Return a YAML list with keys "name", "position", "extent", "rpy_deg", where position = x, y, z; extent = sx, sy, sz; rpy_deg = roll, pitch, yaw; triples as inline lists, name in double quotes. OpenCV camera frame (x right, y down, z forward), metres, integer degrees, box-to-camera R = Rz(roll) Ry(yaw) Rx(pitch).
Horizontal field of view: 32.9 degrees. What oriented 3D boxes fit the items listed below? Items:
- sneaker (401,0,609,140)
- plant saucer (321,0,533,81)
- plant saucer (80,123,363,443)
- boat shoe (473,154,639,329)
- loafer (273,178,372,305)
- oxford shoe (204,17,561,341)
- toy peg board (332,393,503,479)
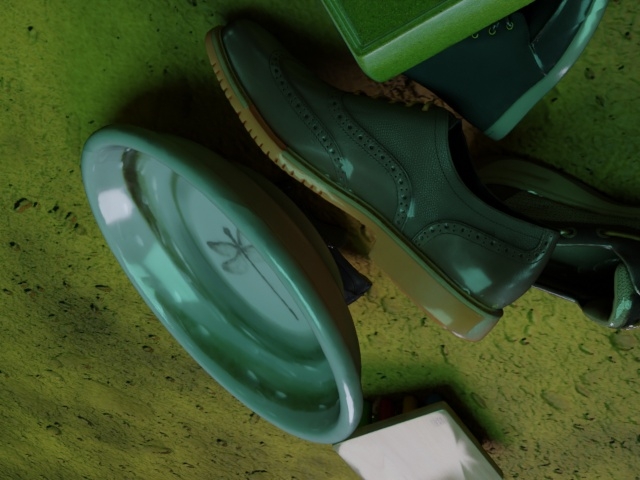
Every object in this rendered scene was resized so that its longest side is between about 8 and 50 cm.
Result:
- name: "sneaker"
  position: [0.140, -0.171, 0.853]
  extent: [0.118, 0.083, 0.222]
  rpy_deg: [27, 143, -5]
- name: "plant saucer"
  position: [0.051, -0.225, 0.813]
  extent: [0.188, 0.045, 0.188]
  rpy_deg: [-23, 103, 43]
- name: "plant saucer"
  position: [-0.082, 0.030, 1.124]
  extent: [0.400, 0.100, 0.400]
  rpy_deg: [39, 153, 24]
- name: "boat shoe"
  position: [0.278, 0.034, 0.994]
  extent: [0.342, 0.123, 0.123]
  rpy_deg: [21, 142, 2]
- name: "loafer"
  position: [0.000, 0.000, 1.159]
  extent: [0.061, 0.062, 0.170]
  rpy_deg: [-27, 122, -2]
- name: "oxford shoe"
  position: [0.051, -0.085, 0.944]
  extent: [0.364, 0.130, 0.132]
  rpy_deg: [45, 108, 9]
- name: "toy peg board"
  position: [0.125, 0.255, 1.389]
  extent: [0.161, 0.079, 0.161]
  rpy_deg: [-23, 125, 24]
